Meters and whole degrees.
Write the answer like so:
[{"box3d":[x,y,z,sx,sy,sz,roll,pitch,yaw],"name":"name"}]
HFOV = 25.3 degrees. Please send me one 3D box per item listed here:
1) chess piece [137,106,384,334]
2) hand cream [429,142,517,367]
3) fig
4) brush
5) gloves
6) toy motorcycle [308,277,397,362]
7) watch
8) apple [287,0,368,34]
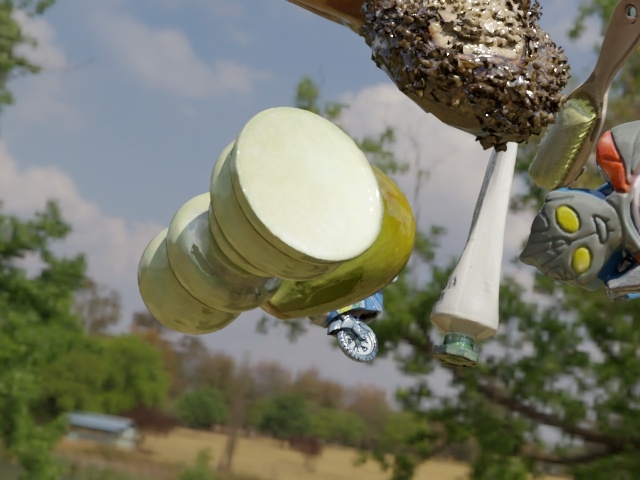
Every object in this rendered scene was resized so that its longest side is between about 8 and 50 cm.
[{"box3d":[-0.073,0.005,1.255,0.144,0.144,0.251,15,-34,-29],"name":"chess piece"},{"box3d":[0.190,-0.021,1.617,0.076,0.336,0.121,15,-18,0],"name":"hand cream"},{"box3d":[-0.002,-0.010,1.788,0.230,0.207,0.207,-20,-2,-14],"name":"fig"},{"box3d":[0.352,-0.188,1.880,0.072,0.313,0.067,37,38,19],"name":"brush"},{"box3d":[0.136,-0.199,1.350,0.210,0.312,0.135,26,-49,-18],"name":"gloves"},{"box3d":[0.031,0.059,2.071,0.136,0.254,0.092,25,-44,-20],"name":"toy motorcycle"},{"box3d":[0.398,-0.007,1.666,0.305,0.241,0.274,-17,-10,19],"name":"watch"},{"box3d":[0.044,-0.378,1.697,0.345,0.269,0.345,19,26,-10],"name":"apple"}]
